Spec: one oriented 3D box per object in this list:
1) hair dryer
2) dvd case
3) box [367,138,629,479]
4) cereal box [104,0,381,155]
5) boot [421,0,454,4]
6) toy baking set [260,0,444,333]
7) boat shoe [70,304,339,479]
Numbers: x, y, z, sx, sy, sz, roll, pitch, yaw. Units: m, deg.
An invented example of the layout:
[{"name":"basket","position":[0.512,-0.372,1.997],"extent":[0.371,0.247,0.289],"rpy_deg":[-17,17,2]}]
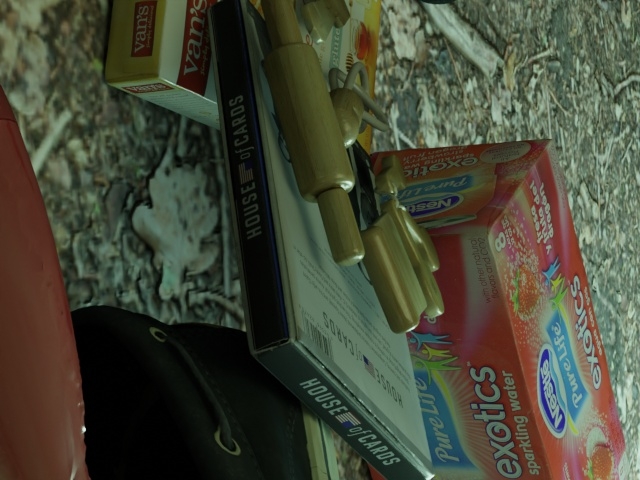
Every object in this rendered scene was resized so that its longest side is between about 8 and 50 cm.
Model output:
[{"name":"hair dryer","position":[-0.139,-0.035,0.501],"extent":[0.223,0.080,0.293],"rpy_deg":[71,-1,-69]},{"name":"dvd case","position":[0.000,0.000,0.772],"extent":[0.179,0.030,0.238],"rpy_deg":[49,25,-49]},{"name":"box","position":[0.111,0.091,1.005],"extent":[0.142,0.154,0.299],"rpy_deg":[-49,130,-49]},{"name":"cereal box","position":[-0.038,-0.152,0.872],"extent":[0.240,0.047,0.172],"rpy_deg":[17,75,-58]},{"name":"boot","position":[0.078,-0.255,1.084],"extent":[0.121,0.045,0.099],"rpy_deg":[32,57,-53]},{"name":"toy baking set","position":[0.015,-0.059,0.801],"extent":[0.197,0.030,0.256],"rpy_deg":[32,39,-69]},{"name":"boat shoe","position":[-0.059,0.233,0.588],"extent":[0.156,0.187,0.500],"rpy_deg":[34,33,-41]}]
